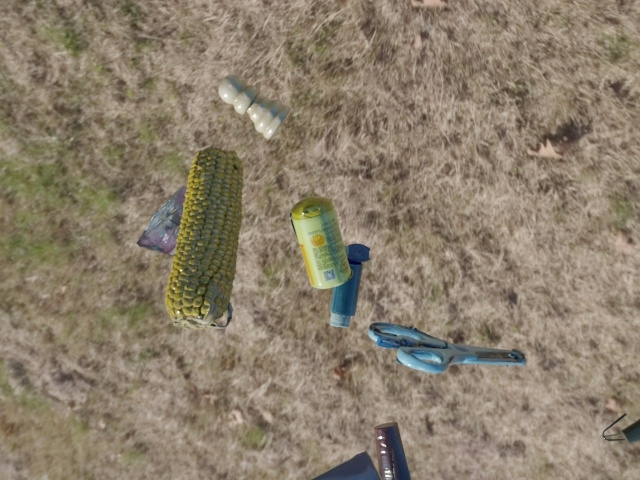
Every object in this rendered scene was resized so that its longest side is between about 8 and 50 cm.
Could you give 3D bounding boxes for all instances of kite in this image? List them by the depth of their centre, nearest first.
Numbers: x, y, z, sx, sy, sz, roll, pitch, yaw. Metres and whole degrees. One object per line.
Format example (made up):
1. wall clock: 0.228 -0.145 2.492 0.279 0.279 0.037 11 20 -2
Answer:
1. kite: -0.329 -0.017 1.375 0.204 0.360 0.022 -54 135 -8

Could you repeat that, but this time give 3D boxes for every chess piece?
1. chess piece: -0.165 -0.331 1.328 0.170 0.094 0.094 36 120 -12

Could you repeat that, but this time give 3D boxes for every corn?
1. corn: -0.167 -0.010 0.837 0.106 0.293 0.106 6 165 1

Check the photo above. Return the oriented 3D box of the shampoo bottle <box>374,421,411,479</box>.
1. shampoo bottle: 0.177 0.565 1.334 0.068 0.067 0.236 -24 74 58

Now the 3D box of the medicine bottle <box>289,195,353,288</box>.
1. medicine bottle: 0.000 0.000 1.452 0.124 0.124 0.239 -12 106 17

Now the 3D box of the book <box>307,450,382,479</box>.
1. book: -0.064 0.472 0.623 0.428 0.300 0.039 -20 152 -17

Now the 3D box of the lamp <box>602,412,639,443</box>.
1. lamp: 0.488 0.307 0.884 0.054 0.121 0.041 -28 68 7

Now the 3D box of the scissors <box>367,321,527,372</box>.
1. scissors: 0.273 0.226 1.122 0.393 0.180 0.032 11 104 -28

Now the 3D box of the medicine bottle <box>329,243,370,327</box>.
1. medicine bottle: 0.081 0.134 1.673 0.079 0.124 0.258 10 91 -18
